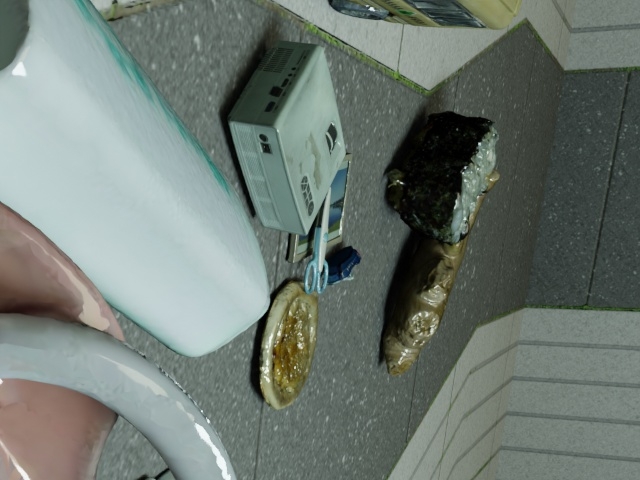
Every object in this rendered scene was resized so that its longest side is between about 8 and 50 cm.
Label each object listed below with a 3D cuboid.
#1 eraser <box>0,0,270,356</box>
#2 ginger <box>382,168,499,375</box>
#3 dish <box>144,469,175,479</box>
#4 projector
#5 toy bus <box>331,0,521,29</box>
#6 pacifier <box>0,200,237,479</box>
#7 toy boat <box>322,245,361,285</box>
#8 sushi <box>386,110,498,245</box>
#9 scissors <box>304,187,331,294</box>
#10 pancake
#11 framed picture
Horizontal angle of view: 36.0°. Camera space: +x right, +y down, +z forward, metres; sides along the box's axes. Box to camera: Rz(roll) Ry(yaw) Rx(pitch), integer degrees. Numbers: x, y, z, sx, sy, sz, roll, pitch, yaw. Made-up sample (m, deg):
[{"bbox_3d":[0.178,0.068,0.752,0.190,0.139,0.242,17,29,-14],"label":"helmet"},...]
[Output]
[{"bbox_3d":[-0.133,-0.061,0.504,0.104,0.189,0.290,-31,153,1],"label":"eraser"},{"bbox_3d":[0.167,0.045,1.486,0.333,0.080,0.166,-70,-167,-19],"label":"ginger"},{"bbox_3d":[-0.114,0.323,0.888,0.236,0.086,0.228,63,42,-59],"label":"dish"},{"bbox_3d":[-0.031,-0.095,0.917,0.147,0.061,0.115,76,33,-50],"label":"projector"},{"bbox_3d":[0.082,-0.303,0.906,0.365,0.202,0.176,-8,109,-68],"label":"toy bus"},{"bbox_3d":[-0.187,0.094,0.401,0.220,0.273,0.332,-23,128,-34],"label":"pacifier"},{"bbox_3d":[0.029,0.033,1.183,0.083,0.038,0.038,-46,142,-57],"label":"toy boat"},{"bbox_3d":[0.174,-0.086,1.397,0.147,0.115,0.212,78,31,-43],"label":"sushi"},{"bbox_3d":[0.000,0.000,1.079,0.058,0.014,0.119,-1,97,-66],"label":"scissors"},{"bbox_3d":[-0.035,0.116,1.075,0.151,0.025,0.151,12,90,-72],"label":"pancake"},{"bbox_3d":[0.001,-0.040,1.106,0.149,0.011,0.109,-24,123,-66],"label":"framed picture"}]
